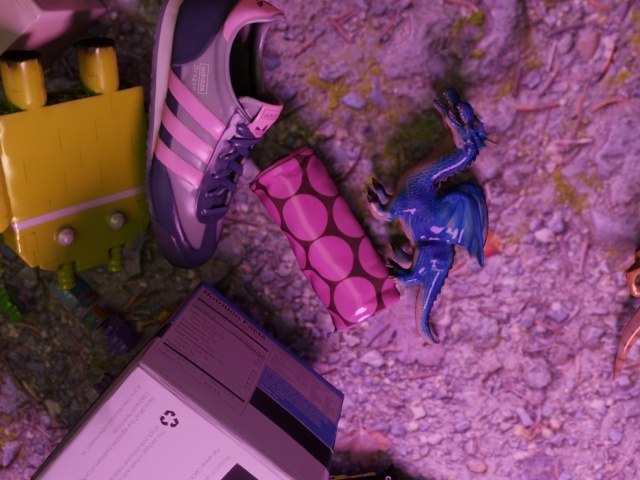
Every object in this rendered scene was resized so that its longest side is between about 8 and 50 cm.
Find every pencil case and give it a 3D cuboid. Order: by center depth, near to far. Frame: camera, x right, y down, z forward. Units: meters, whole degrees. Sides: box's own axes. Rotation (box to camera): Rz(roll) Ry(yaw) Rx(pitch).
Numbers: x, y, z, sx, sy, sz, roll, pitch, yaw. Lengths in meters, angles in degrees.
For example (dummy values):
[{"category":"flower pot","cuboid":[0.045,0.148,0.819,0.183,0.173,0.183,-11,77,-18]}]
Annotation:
[{"category":"pencil case","cuboid":[0.000,0.000,0.938,0.095,0.098,0.209,-31,98,-17]}]

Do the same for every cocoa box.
[{"category":"cocoa box","cuboid":[-0.173,0.265,0.928,0.231,0.228,0.347,40,109,-5]}]

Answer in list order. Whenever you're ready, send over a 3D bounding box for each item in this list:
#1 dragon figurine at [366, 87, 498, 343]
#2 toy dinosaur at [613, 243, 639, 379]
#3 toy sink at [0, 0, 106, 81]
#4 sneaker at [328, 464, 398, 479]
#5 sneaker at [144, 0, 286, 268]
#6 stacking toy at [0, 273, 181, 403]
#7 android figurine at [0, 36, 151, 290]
[{"category":"dragon figurine","cuboid":[0.139,-0.014,0.905,0.144,0.085,0.289,-13,102,15]},{"category":"toy dinosaur","cuboid":[0.369,0.063,0.894,0.211,0.064,0.112,-42,96,19]},{"category":"toy sink","cuboid":[-0.377,-0.297,0.890,0.131,0.153,0.234,-36,97,19]},{"category":"sneaker","cuboid":[0.057,0.320,1.038,0.235,0.084,0.097,25,75,7]},{"category":"sneaker","cuboid":[-0.110,-0.112,0.903,0.131,0.112,0.319,11,110,21]},{"category":"stacking toy","cuboid":[-0.280,0.088,1.040,0.221,0.052,0.167,46,107,-2]},{"category":"android figurine","cuboid":[-0.266,-0.075,0.904,0.056,0.248,0.273,27,126,42]}]
